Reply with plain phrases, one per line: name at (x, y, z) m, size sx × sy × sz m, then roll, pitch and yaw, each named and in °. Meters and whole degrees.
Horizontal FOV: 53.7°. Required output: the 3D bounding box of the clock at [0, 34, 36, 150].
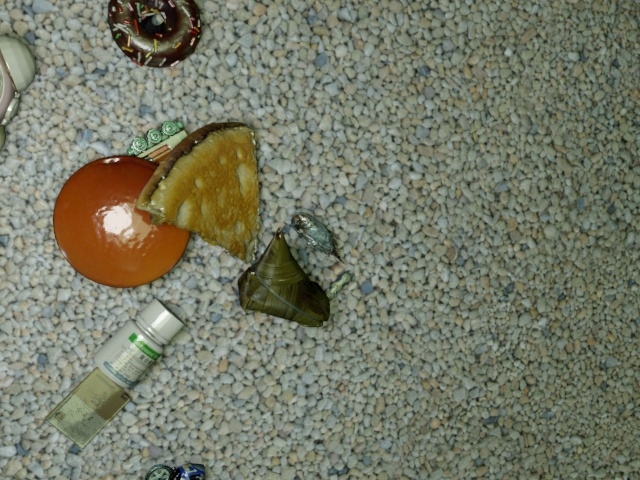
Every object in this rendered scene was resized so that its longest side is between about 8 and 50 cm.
clock at (-0.925, -0.395, 1.589) m, size 0.326 × 0.184 × 0.342 m, roll 23°, pitch 92°, yaw -20°

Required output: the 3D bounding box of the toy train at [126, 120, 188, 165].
toy train at (-0.450, -0.264, 1.783) m, size 0.176 × 0.074 × 0.118 m, roll -34°, pitch 105°, yaw -14°

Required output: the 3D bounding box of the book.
book at (-0.656, 0.475, 1.791) m, size 0.198 × 0.016 × 0.138 m, roll -46°, pitch 104°, yaw -9°

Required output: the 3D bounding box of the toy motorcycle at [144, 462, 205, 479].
toy motorcycle at (-0.385, 0.758, 1.839) m, size 0.169 × 0.113 × 0.315 m, roll -29°, pitch 109°, yaw -22°

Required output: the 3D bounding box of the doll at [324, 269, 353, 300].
doll at (0.053, 0.141, 1.969) m, size 0.037 × 0.027 × 0.125 m, roll 45°, pitch 81°, yaw -6°

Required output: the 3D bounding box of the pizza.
pizza at (-0.292, -0.173, 1.762) m, size 0.435 × 0.080 × 0.392 m, roll 33°, pitch 65°, yaw -51°

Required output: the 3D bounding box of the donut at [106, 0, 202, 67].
donut at (-0.456, -0.611, 1.746) m, size 0.270 × 0.103 × 0.269 m, roll 0°, pitch 91°, yaw -15°

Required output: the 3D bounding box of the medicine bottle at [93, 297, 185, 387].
medicine bottle at (-0.502, 0.283, 1.764) m, size 0.237 × 0.139 × 0.139 m, roll -46°, pitch 103°, yaw -11°

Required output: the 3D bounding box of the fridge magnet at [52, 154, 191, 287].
fridge magnet at (-0.535, -0.051, 1.725) m, size 0.364 × 0.155 × 0.363 m, roll -1°, pitch 93°, yaw -15°

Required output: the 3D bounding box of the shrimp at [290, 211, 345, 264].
shrimp at (0.000, 0.000, 1.925) m, size 0.233 × 0.079 × 0.090 m, roll 45°, pitch 43°, yaw -19°

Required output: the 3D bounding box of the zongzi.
zongzi at (-0.067, 0.106, 1.823) m, size 0.286 × 0.138 × 0.300 m, roll 17°, pitch 124°, yaw -17°
